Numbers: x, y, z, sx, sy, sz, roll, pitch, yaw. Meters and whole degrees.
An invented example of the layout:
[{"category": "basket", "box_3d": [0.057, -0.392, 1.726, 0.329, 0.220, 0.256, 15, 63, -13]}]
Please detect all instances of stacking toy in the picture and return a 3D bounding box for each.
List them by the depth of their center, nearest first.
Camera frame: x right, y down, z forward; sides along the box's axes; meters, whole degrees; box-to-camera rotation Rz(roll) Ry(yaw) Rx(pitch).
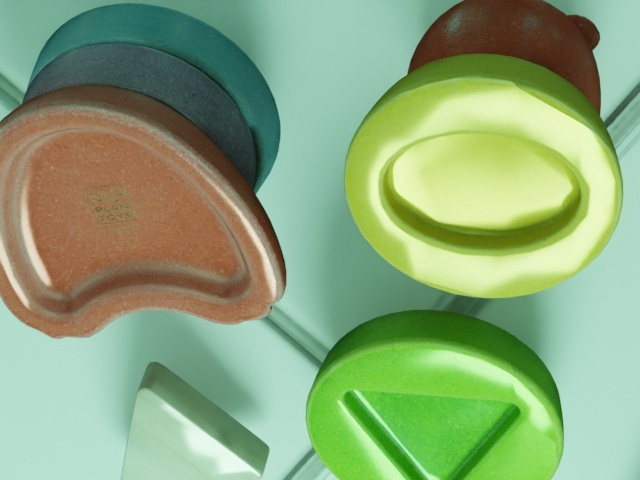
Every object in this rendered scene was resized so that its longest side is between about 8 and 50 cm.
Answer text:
[{"category": "stacking toy", "box_3d": [0.000, 0.000, 0.739, 0.309, 0.130, 0.279, 1, 130, 13]}]
